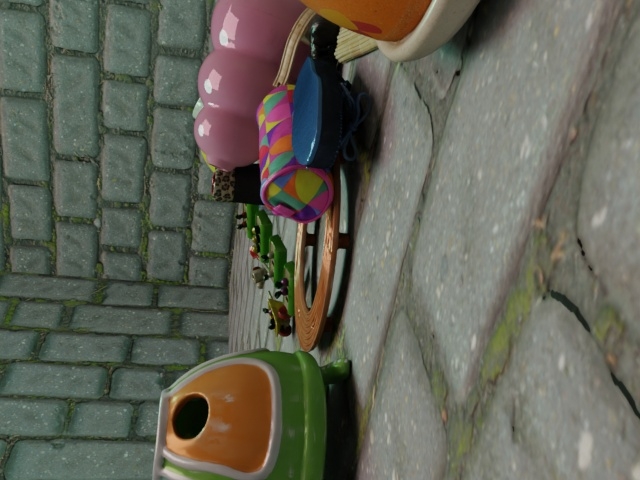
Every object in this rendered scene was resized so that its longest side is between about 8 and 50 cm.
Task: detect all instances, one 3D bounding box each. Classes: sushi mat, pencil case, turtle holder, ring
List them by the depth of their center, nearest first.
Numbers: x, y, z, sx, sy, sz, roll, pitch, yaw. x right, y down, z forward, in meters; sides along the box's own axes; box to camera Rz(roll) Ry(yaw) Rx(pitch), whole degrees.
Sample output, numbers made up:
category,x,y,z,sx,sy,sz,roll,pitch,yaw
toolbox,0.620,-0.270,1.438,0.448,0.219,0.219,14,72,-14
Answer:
category,x,y,z,sx,sy,sz,roll,pitch,yaw
sushi mat,0.061,-0.316,0.939,0.316,0.019,0.151,-135,52,-78
turtle holder,-0.097,0.261,0.954,0.320,0.228,0.243,148,126,-78
pencil case,-0.039,-0.123,1.018,0.236,0.104,0.104,-98,16,-53
ring,0.000,0.000,1.105,0.336,0.032,0.336,-176,90,-81

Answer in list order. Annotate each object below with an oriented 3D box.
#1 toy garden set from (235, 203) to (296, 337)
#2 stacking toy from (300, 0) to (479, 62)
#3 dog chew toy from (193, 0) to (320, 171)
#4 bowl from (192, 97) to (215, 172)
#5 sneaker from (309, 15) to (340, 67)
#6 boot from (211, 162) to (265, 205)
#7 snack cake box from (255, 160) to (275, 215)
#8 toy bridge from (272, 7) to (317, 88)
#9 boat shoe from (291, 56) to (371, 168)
category,x,y,z,sx,sy,sz,roll,pitch,yaw
toy garden set,-0.110,0.053,1.399,0.203,0.049,0.244,95,151,-48
stacking toy,-0.103,-0.334,0.538,0.350,0.480,0.350,-175,90,-81
dog chew toy,-0.115,-0.278,1.250,0.206,0.207,0.331,-177,108,-80
bowl,-0.211,-0.302,1.760,0.289,0.156,0.289,-56,2,3
sneaker,0.005,-0.256,1.137,0.170,0.051,0.089,93,180,-56
boot,-0.110,-0.121,1.362,0.236,0.179,0.085,-106,23,-66
snack cake box,-0.122,-0.160,1.722,0.264,0.089,0.152,135,137,-75
toy bridge,-0.023,-0.322,1.143,0.188,0.026,0.063,-62,-18,3
boat shoe,0.019,-0.171,0.933,0.258,0.089,0.109,-89,22,-52
